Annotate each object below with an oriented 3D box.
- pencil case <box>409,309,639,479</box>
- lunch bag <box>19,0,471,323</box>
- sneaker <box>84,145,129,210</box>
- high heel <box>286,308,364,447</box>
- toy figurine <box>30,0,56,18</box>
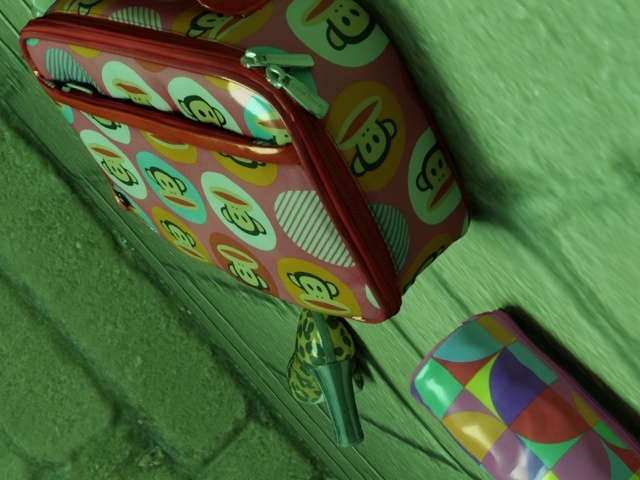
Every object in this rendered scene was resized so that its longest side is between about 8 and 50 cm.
[{"bbox_3d":[0.175,0.149,0.888,0.236,0.104,0.104,41,167,19],"label":"pencil case"},{"bbox_3d":[-0.059,-0.087,0.817,0.293,0.120,0.258,18,147,44],"label":"lunch bag"},{"bbox_3d":[-0.159,-0.067,1.312,0.279,0.118,0.107,35,164,47],"label":"sneaker"},{"bbox_3d":[-0.004,0.125,1.580,0.261,0.093,0.186,-128,23,-68],"label":"high heel"},{"bbox_3d":[-0.334,-0.257,1.103,0.213,0.209,0.148,48,-173,-35],"label":"toy figurine"}]
